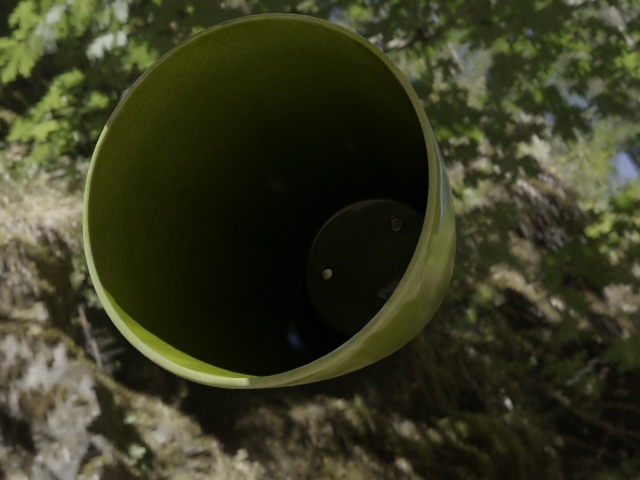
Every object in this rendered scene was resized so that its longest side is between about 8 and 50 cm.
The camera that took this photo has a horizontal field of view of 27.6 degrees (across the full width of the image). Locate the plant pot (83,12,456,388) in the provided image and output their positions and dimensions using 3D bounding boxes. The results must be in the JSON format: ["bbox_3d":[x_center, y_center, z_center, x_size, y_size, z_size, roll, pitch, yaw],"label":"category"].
[{"bbox_3d":[0.000,0.000,1.058,0.274,0.275,0.293,-30,-21,12],"label":"plant pot"}]
